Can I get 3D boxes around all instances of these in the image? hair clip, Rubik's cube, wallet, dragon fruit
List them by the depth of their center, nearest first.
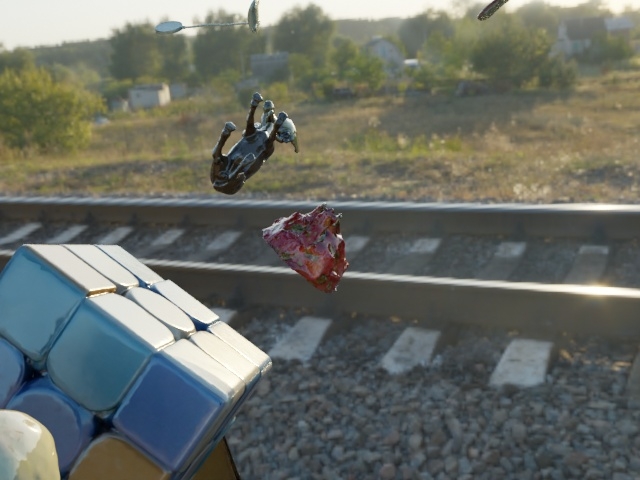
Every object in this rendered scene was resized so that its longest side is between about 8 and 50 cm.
[{"bbox_3d":[0.249,-0.297,0.903,0.137,0.022,0.054,-19,6,28],"label":"hair clip"},{"bbox_3d":[-0.320,0.234,1.106,0.344,0.346,0.347,35,5,4],"label":"Rubik's cube"},{"bbox_3d":[0.000,0.000,1.191,0.111,0.153,0.153,-46,9,10],"label":"dragon fruit"},{"bbox_3d":[-0.222,0.423,1.457,0.110,0.198,0.031,-14,19,3],"label":"wallet"}]

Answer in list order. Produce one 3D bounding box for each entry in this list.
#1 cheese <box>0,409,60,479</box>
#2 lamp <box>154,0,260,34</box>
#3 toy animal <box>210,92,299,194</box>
[{"bbox_3d":[-0.389,0.221,0.501,0.328,0.351,0.129,32,-19,-7],"label":"cheese"},{"bbox_3d":[-0.197,-0.385,1.317,0.198,0.056,0.050,1,37,15],"label":"lamp"},{"bbox_3d":[-0.104,-0.152,1.196,0.094,0.186,0.214,34,63,8],"label":"toy animal"}]
